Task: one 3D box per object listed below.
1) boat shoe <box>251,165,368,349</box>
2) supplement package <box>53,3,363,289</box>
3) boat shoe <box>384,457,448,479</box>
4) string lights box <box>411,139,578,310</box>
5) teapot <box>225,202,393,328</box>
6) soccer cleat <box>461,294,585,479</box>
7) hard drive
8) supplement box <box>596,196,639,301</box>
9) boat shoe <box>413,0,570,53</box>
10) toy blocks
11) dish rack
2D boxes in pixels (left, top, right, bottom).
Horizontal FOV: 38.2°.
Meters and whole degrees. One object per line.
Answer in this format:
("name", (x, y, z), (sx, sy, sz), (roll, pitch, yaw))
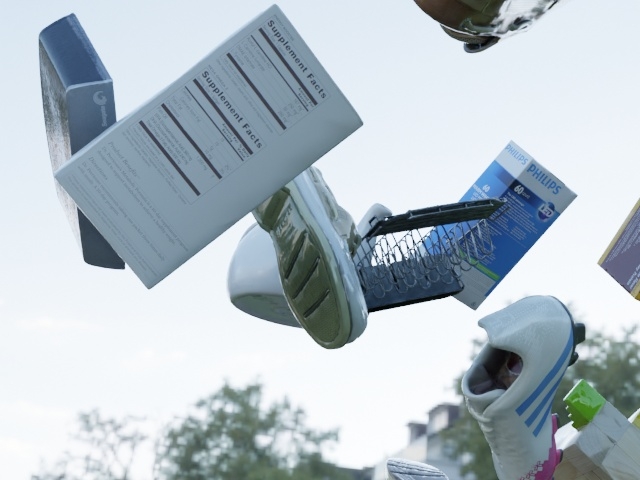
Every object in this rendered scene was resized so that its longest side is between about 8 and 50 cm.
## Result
("boat shoe", (0.000, 0.000, 1.168), (0.103, 0.302, 0.113), (0, -39, -35))
("supplement package", (-0.103, -0.091, 0.861), (0.134, 0.244, 0.139), (52, 1, -14))
("boat shoe", (0.159, 0.438, 1.493), (0.109, 0.098, 0.302), (11, 7, -9))
("string lights box", (0.286, -0.021, 1.529), (0.133, 0.076, 0.259), (32, -76, -34))
("teapot", (-0.026, 0.030, 1.471), (0.256, 0.187, 0.252), (9, -18, 3))
("soccer cleat", (0.237, 0.211, 1.187), (0.143, 0.116, 0.331), (-12, -56, -20))
("hard drive", (-0.267, -0.103, 1.036), (0.054, 0.172, 0.254), (-14, -46, -22))
("supplement box", (0.728, 0.032, 1.973), (0.129, 0.194, 0.191), (25, -75, -16))
("boat shoe", (0.145, -0.230, 0.808), (0.116, 0.123, 0.324), (-47, -12, 20))
("toy blocks", (0.470, 0.421, 1.449), (0.381, 0.191, 0.261), (43, -29, 9))
("dish rack", (0.132, 0.022, 1.248), (0.208, 0.074, 0.271), (-11, -18, -20))
